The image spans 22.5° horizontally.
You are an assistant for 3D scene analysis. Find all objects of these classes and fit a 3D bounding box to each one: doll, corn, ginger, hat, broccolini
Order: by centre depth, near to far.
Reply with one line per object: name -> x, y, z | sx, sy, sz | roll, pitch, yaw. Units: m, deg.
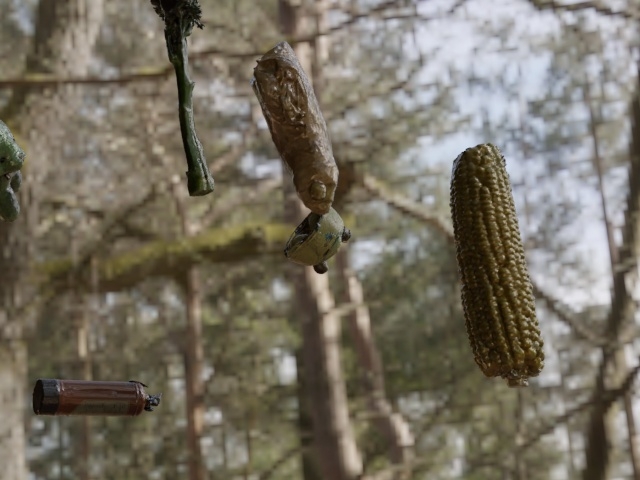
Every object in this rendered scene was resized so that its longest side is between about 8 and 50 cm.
broccolini -> -0.140, -0.171, 1.767 | 0.057, 0.254, 0.071 | -13, -13, 1
doll -> -0.360, -0.085, 1.810 | 0.077, 0.115, 0.150 | 5, -28, 10
corn -> 0.195, 0.029, 1.828 | 0.086, 0.288, 0.086 | -7, -18, -2
ginger -> -0.025, -0.133, 1.948 | 0.074, 0.213, 0.137 | -26, -2, 10
hat -> 0.000, 0.000, 1.971 | 0.059, 0.077, 0.076 | 39, -44, -7

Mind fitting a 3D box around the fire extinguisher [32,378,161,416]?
fire extinguisher -> -0.284, 0.206, 2.101 | 0.177, 0.050, 0.062 | 5, 6, -25
